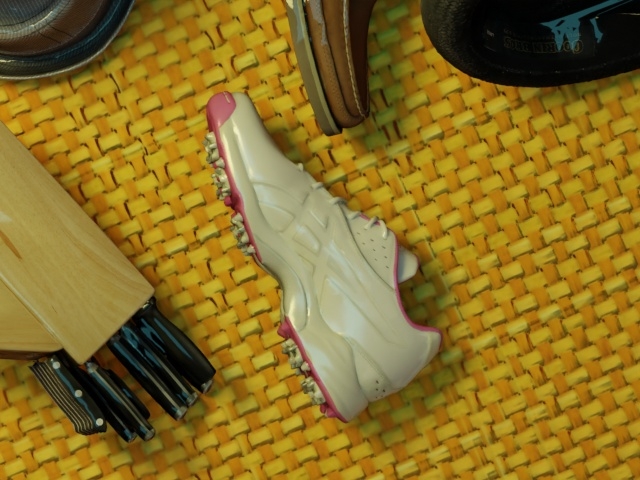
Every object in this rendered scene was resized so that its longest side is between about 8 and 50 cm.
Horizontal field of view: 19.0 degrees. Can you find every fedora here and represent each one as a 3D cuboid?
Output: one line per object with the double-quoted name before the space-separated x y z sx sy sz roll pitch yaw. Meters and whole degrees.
"fedora" 0.230 -0.267 1.564 0.334 0.334 0.152 -20 62 6
"fedora" -0.281 -0.271 1.644 0.244 0.124 0.275 -23 92 5

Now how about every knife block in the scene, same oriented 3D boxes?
"knife block" -0.201 0.037 1.664 0.242 0.088 0.275 3 81 -21

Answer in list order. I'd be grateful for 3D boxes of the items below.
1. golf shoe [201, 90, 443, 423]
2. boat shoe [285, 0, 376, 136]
"golf shoe" 0.000 0.000 1.658 0.140 0.115 0.306 -25 98 -5
"boat shoe" 0.021 -0.246 1.628 0.104 0.111 0.307 -8 93 6
